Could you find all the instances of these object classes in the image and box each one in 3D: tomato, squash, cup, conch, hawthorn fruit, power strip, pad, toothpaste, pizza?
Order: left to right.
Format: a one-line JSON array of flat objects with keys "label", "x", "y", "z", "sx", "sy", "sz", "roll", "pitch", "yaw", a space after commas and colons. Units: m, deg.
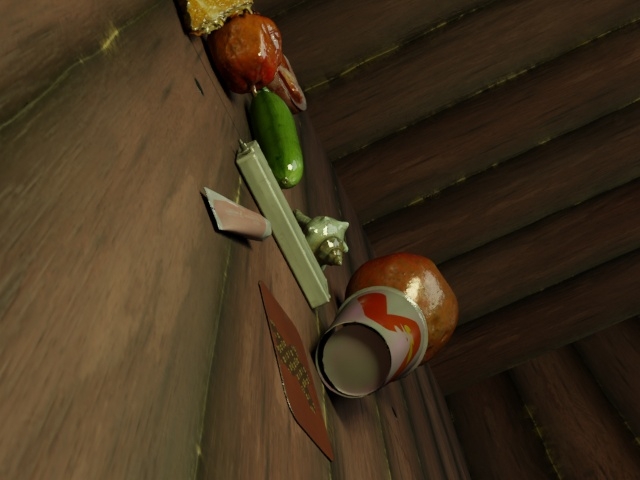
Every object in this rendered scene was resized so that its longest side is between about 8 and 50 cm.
[{"label": "pizza", "x": -0.236, "y": -0.465, "z": 1.782, "sx": 0.188, "sy": 0.062, "sz": 0.199, "roll": 25, "pitch": 46, "yaw": -11}, {"label": "toothpaste", "x": -0.125, "y": -0.031, "z": 1.347, "sx": 0.067, "sy": 0.043, "sz": 0.194, "roll": 69, "pitch": 13, "yaw": 15}, {"label": "hawthorn fruit", "x": -0.157, "y": -0.405, "z": 1.902, "sx": 0.179, "sy": 0.173, "sz": 0.173, "roll": -105, "pitch": 168, "yaw": -59}, {"label": "tomato", "x": -0.135, "y": -0.422, "z": 2.323, "sx": 0.199, "sy": 0.112, "sz": 0.228, "roll": 35, "pitch": 31, "yaw": -62}, {"label": "squash", "x": -0.100, "y": -0.236, "z": 1.985, "sx": 0.101, "sy": 0.101, "sz": 0.379, "roll": 60, "pitch": 7, "yaw": -41}, {"label": "power strip", "x": -0.074, "y": -0.035, "z": 1.722, "sx": 0.106, "sy": 0.043, "sz": 0.367, "roll": -97, "pitch": 161, "yaw": -70}, {"label": "pad", "x": -0.038, "y": 0.195, "z": 1.358, "sx": 0.181, "sy": 0.004, "sz": 0.267, "roll": 59, "pitch": 9, "yaw": -46}, {"label": "conch", "x": 0.013, "y": 0.004, "z": 1.994, "sx": 0.234, "sy": 0.114, "sz": 0.137, "roll": -111, "pitch": -172, "yaw": -77}, {"label": "cup", "x": 0.089, "y": 0.196, "z": 1.646, "sx": 0.203, "sy": 0.203, "sz": 0.288, "roll": 66, "pitch": 14, "yaw": 3}, {"label": "hawthorn fruit", "x": 0.176, "y": 0.184, "z": 2.084, "sx": 0.277, "sy": 0.277, "sz": 0.298, "roll": 62, "pitch": 30, "yaw": -27}]
